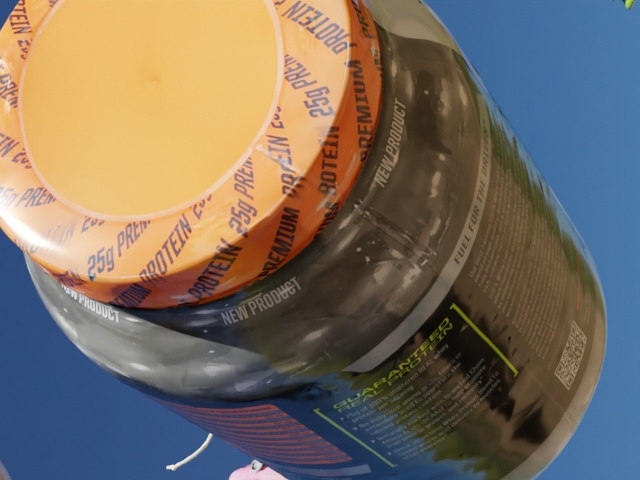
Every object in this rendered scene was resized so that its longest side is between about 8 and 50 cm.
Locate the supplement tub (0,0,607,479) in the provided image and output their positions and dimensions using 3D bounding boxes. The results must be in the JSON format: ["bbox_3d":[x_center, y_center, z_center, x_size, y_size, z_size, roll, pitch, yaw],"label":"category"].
[{"bbox_3d":[0.000,0.000,0.741,0.338,0.207,0.207,45,-134,-59],"label":"supplement tub"}]

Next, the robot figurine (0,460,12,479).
[{"bbox_3d":[-0.239,0.091,0.570,0.209,0.278,0.173,-55,3,-5],"label":"robot figurine"}]

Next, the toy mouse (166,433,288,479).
[{"bbox_3d":[-0.042,0.142,1.163,0.031,0.143,0.161,117,139,-64],"label":"toy mouse"}]

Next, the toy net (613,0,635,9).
[{"bbox_3d":[0.218,-0.241,0.989,0.122,0.045,0.232,-59,-8,-17],"label":"toy net"}]
